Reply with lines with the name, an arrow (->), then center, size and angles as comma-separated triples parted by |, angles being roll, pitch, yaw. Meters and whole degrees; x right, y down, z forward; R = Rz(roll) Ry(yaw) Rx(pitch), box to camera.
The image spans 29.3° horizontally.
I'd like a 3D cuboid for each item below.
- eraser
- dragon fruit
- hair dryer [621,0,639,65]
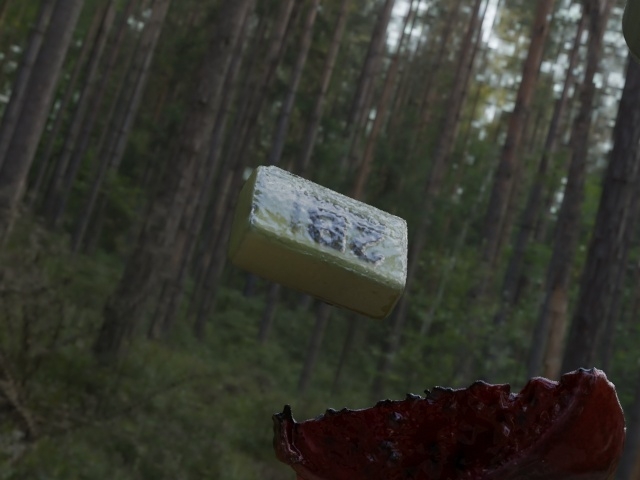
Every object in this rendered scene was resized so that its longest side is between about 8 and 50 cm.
eraser -> 0.000, 0.000, 1.216 | 0.172, 0.117, 0.058 | 22, -51, -12
dragon fruit -> 0.143, 0.269, 1.209 | 0.343, 0.100, 0.282 | -13, -58, 10
hair dryer -> 0.205, -0.281, 0.920 | 0.357, 0.107, 0.173 | 49, -25, 29
